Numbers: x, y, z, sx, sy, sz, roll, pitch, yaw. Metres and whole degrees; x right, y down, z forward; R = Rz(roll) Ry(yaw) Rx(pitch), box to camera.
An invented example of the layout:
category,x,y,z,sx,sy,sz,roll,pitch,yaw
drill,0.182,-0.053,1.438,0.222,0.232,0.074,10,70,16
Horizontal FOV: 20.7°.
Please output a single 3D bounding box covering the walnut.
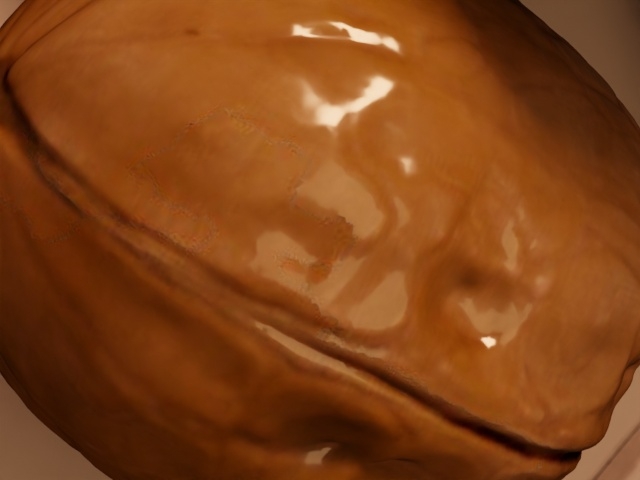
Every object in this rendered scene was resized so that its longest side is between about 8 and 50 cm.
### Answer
category,x,y,z,sx,sy,sz,roll,pitch,yaw
walnut,0.000,0.000,0.477,0.207,0.167,0.167,28,85,-29
